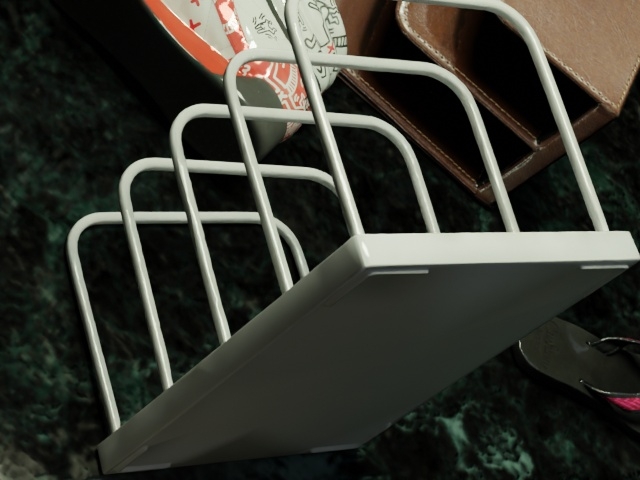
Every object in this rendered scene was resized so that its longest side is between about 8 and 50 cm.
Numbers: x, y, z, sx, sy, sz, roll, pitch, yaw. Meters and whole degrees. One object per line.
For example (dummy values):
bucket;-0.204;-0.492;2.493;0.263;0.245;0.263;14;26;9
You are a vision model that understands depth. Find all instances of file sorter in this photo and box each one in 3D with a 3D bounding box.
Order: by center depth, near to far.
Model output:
file sorter;0.000;0.000;1.020;0.193;0.278;0.173;0;63;-37

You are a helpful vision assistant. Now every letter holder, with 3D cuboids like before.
letter holder;0.142;-0.218;1.327;0.214;0.152;0.302;40;49;-11

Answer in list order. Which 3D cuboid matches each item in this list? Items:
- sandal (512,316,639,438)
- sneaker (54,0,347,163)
sandal;0.220;0.098;1.289;0.179;0.040;0.067;24;54;-26
sneaker;-0.093;-0.185;1.173;0.270;0.090;0.145;51;46;-8
